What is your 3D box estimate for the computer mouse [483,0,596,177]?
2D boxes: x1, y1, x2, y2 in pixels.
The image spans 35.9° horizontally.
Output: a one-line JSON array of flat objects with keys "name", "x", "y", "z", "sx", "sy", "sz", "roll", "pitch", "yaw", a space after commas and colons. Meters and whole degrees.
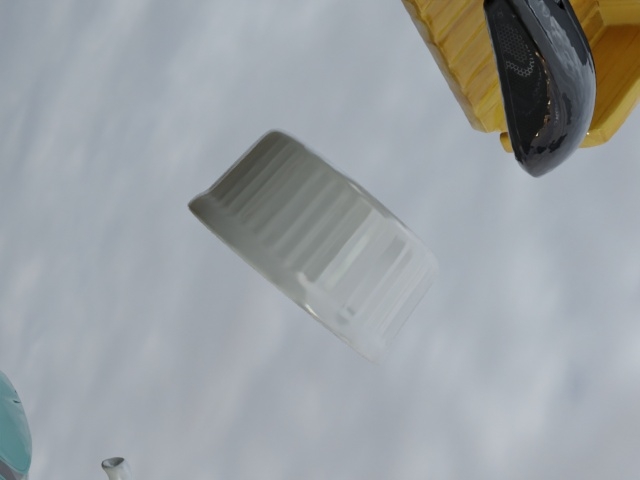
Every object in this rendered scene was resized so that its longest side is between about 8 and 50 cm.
[{"name": "computer mouse", "x": 0.192, "y": -0.175, "z": 0.853, "sx": 0.072, "sy": 0.272, "sz": 0.188, "roll": -4, "pitch": -143, "yaw": 26}]

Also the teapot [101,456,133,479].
[{"name": "teapot", "x": -0.154, "y": 0.413, "z": 1.199, "sx": 0.187, "sy": 0.256, "sz": 0.252, "roll": -55, "pitch": -141, "yaw": 22}]

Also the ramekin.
[{"name": "ramekin", "x": 0.000, "y": 0.000, "z": 1.092, "sx": 0.135, "sy": 0.277, "sz": 0.277, "roll": -51, "pitch": -152, "yaw": -1}]

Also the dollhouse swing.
[{"name": "dollhouse swing", "x": 0.315, "y": -0.259, "z": 0.981, "sx": 0.305, "sy": 0.347, "sz": 0.315, "roll": 26, "pitch": -108, "yaw": 45}]

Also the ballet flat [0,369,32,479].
[{"name": "ballet flat", "x": -0.342, "y": 0.233, "z": 0.903, "sx": 0.147, "sy": 0.147, "sz": 0.409, "roll": -65, "pitch": -153, "yaw": 10}]
